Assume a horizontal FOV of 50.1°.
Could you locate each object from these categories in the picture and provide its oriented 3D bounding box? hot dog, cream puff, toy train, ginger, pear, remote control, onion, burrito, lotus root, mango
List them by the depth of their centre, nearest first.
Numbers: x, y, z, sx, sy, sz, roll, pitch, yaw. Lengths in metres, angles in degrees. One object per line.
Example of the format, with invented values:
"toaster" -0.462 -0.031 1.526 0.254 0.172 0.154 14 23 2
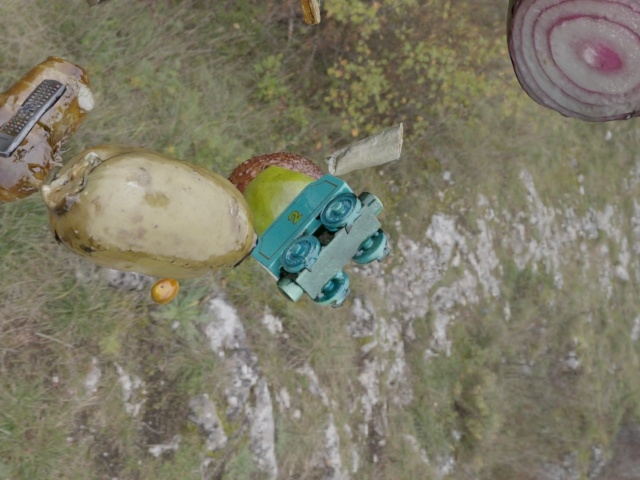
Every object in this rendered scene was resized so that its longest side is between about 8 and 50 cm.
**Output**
"onion" 0.223 -0.214 0.559 0.218 0.195 0.140 36 76 0
"lotus root" -0.179 -0.028 0.795 0.284 0.146 0.160 21 20 -50
"toy train" 0.000 0.000 1.043 0.203 0.163 0.112 -46 126 -9
"remote control" -0.589 -0.249 1.377 0.028 0.059 0.212 83 28 -54
"mango" -0.326 0.106 1.443 0.046 0.060 0.089 34 2 5
"ginger" -0.656 -0.250 1.579 0.254 0.176 0.418 29 57 11
"pear" -0.070 -0.056 1.600 0.212 0.212 0.269 -12 54 -51
"burrito" 0.118 -0.223 1.748 0.060 0.226 0.087 -16 90 -66
"cream puff" -0.112 -0.123 1.936 0.350 0.350 0.229 -48 158 -45
"hot dog" -0.028 -0.699 2.034 0.133 0.056 0.041 75 30 -50

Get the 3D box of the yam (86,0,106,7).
"yam" -0.386 -0.490 0.955 0.045 0.045 0.327 -92 159 -66
